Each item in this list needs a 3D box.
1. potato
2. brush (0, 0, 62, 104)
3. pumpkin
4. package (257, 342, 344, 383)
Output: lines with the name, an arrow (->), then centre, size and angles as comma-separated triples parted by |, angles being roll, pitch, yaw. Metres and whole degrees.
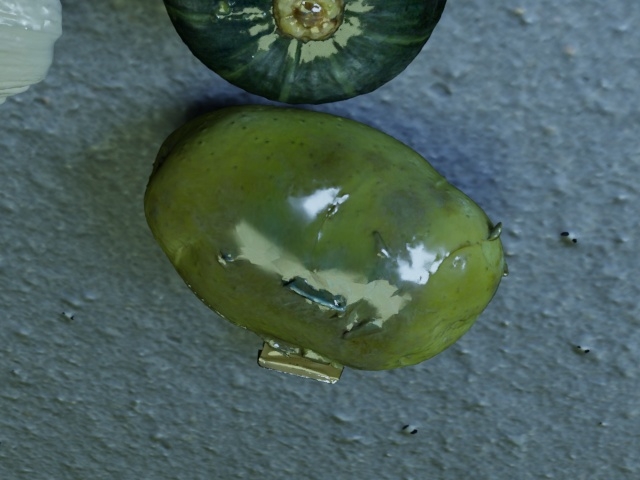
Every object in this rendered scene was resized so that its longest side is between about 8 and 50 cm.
potato -> 0.000, 0.000, 0.920 | 0.248, 0.143, 0.169 | 24, 103, -8
brush -> -0.285, -0.174, 0.759 | 0.174, 0.166, 0.266 | -26, 97, 40
pumpkin -> -0.008, -0.157, 0.753 | 0.167, 0.125, 0.167 | 3, 140, 3
package -> -0.002, 0.051, 1.059 | 0.071, 0.047, 0.131 | 13, 131, -5
